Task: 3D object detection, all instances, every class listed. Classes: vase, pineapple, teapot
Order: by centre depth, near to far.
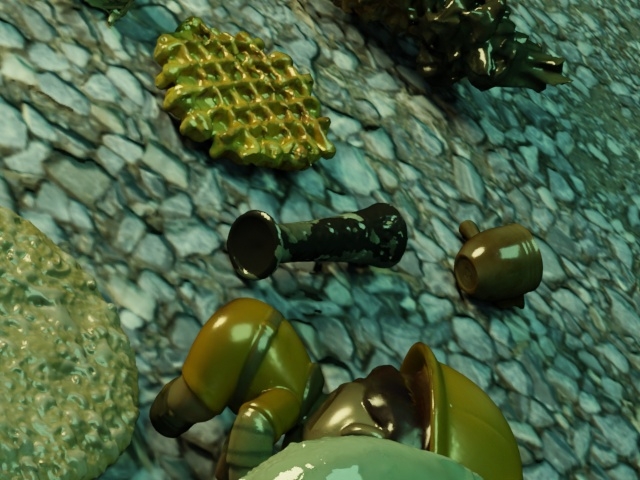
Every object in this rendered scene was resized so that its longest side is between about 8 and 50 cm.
[{"bbox_3d":[0.000,0.000,1.354,0.167,0.059,0.059,-5,55,-48],"label":"vase"},{"bbox_3d":[0.153,0.021,1.508,0.080,0.085,0.110,-15,31,-27],"label":"teapot"},{"bbox_3d":[0.111,-0.274,1.669,0.357,0.223,0.223,53,34,1],"label":"pineapple"}]

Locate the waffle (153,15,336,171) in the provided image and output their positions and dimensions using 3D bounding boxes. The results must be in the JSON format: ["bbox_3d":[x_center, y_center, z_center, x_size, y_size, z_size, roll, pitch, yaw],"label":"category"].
[{"bbox_3d":[-0.070,-0.127,1.445,0.191,0.038,0.191,27,36,-22],"label":"waffle"}]

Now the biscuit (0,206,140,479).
[{"bbox_3d":[-0.181,0.075,1.107,0.133,0.032,0.250,18,39,-34],"label":"biscuit"}]

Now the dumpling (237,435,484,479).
[{"bbox_3d":[0.008,0.181,0.884,0.219,0.108,0.153,-1,91,-27],"label":"dumpling"}]

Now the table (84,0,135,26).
[{"bbox_3d":[-0.176,-0.245,1.433,0.062,0.079,0.083,35,36,-8],"label":"table"}]

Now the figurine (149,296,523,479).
[{"bbox_3d":[0.021,0.136,1.119,0.257,0.167,0.192,37,7,-4],"label":"figurine"}]
